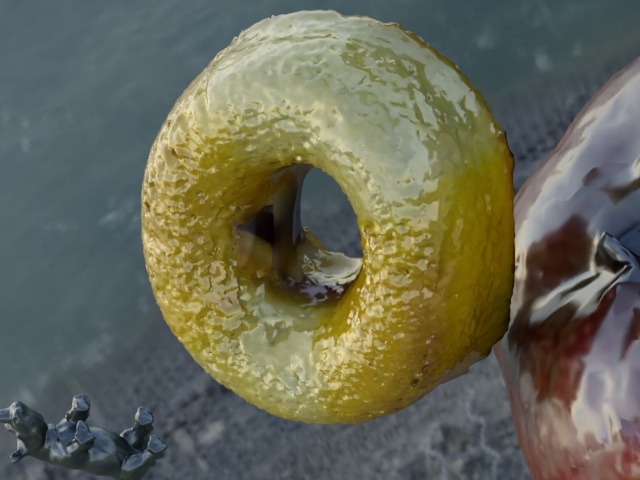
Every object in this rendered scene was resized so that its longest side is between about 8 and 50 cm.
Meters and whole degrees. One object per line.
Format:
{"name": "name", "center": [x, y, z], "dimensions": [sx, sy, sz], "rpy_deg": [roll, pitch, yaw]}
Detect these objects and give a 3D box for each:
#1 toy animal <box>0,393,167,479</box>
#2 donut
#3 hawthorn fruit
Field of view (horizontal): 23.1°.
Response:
{"name": "toy animal", "center": [-0.192, 0.154, 1.219], "dimensions": [0.135, 0.065, 0.047], "rpy_deg": [15, 43, -22]}
{"name": "donut", "center": [-0.002, 0.000, 0.680], "dimensions": [0.174, 0.190, 0.074], "rpy_deg": [29, 38, 14]}
{"name": "hawthorn fruit", "center": [0.238, 0.067, 0.741], "dimensions": [0.284, 0.369, 0.285], "rpy_deg": [-15, 51, 19]}
